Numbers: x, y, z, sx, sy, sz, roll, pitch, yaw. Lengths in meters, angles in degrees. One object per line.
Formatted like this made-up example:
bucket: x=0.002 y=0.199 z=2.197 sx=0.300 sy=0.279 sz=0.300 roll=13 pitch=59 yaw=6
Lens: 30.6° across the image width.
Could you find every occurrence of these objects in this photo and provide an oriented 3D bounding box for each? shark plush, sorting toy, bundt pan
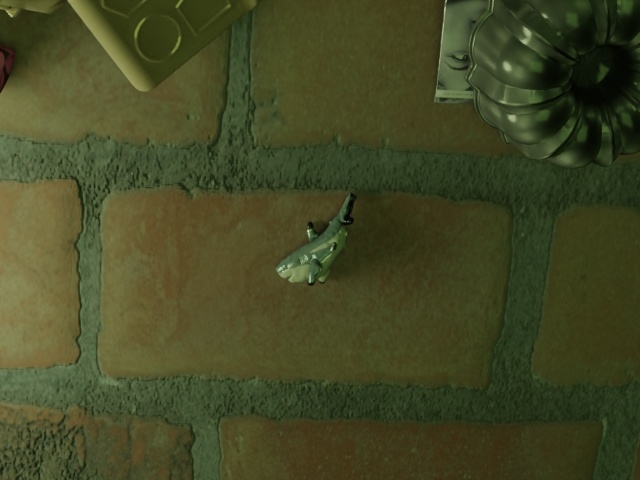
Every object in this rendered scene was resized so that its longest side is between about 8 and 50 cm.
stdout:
shark plush: x=0.000 y=0.000 z=1.733 sx=0.067 sy=0.073 sz=0.161 roll=37 pitch=112 yaw=13
sorting toy: x=-0.210 y=-0.326 z=1.545 sx=0.208 sy=0.038 sz=0.193 roll=-38 pitch=128 yaw=-3
bundt pan: x=0.370 y=-0.237 z=1.591 sx=0.331 sy=0.124 sz=0.331 roll=-6 pitch=122 yaw=-10

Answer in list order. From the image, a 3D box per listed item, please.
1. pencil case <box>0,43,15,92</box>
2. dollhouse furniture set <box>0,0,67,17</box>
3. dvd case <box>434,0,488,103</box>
pencil case: x=-0.519 y=-0.249 z=1.555 sx=0.209 sy=0.095 sz=0.098 roll=26 pitch=129 yaw=-13
dollhouse furniture set: x=-0.382 y=-0.512 z=1.478 sx=0.303 sy=0.174 sz=0.355 roll=-41 pitch=86 yaw=14
dvd case: x=0.250 y=-0.291 z=1.628 sx=0.164 sy=0.018 sz=0.221 roll=2 pitch=123 yaw=-2
